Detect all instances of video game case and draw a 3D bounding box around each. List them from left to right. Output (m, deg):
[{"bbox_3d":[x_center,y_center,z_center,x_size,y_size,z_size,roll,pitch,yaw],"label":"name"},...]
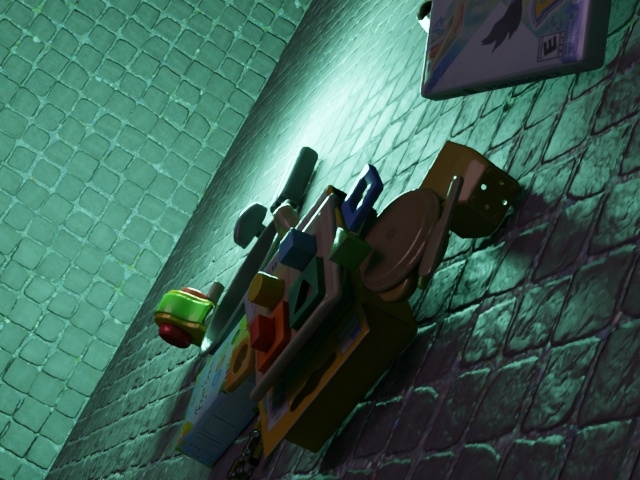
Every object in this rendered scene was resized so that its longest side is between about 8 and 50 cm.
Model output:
[{"bbox_3d":[0.231,-0.339,1.337,0.300,0.036,0.329,-2,79,60],"label":"video game case"}]

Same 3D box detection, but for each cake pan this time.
[{"bbox_3d":[-0.114,0.083,1.987,0.293,0.054,0.293,-58,9,14],"label":"cake pan"}]

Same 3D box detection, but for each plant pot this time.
[{"bbox_3d":[0.163,-0.051,1.226,0.081,0.081,0.083,-59,22,-6],"label":"plant pot"}]

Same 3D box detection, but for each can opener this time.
[{"bbox_3d":[-0.079,-0.086,2.242,0.074,0.093,0.280,-46,12,46],"label":"can opener"}]

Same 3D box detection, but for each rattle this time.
[{"bbox_3d":[0.000,0.000,1.781,0.143,0.130,0.199,-44,-23,-16],"label":"rattle"}]

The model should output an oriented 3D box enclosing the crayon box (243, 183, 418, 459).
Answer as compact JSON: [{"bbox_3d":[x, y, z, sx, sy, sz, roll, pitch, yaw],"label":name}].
[{"bbox_3d":[0.006,0.100,1.364,0.203,0.083,0.323,-53,24,21],"label":"crayon box"}]

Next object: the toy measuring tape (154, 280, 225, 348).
[{"bbox_3d":[-0.257,0.129,2.211,0.121,0.121,0.330,-63,1,-23],"label":"toy measuring tape"}]

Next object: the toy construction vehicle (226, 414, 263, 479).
[{"bbox_3d":[-0.081,0.269,1.512,0.098,0.035,0.086,-61,1,-26],"label":"toy construction vehicle"}]

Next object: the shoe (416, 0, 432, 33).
[{"bbox_3d":[0.199,-0.388,1.942,0.076,0.058,0.219,-54,13,19],"label":"shoe"}]

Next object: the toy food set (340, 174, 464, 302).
[{"bbox_3d":[0.087,0.006,1.203,0.192,0.038,0.132,-15,48,57],"label":"toy food set"}]

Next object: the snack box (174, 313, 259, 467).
[{"bbox_3d":[-0.127,0.211,1.734,0.207,0.070,0.174,-53,14,29],"label":"snack box"}]

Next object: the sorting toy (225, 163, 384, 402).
[{"bbox_3d":[-0.040,0.059,1.299,0.347,0.047,0.196,-54,21,33],"label":"sorting toy"}]
